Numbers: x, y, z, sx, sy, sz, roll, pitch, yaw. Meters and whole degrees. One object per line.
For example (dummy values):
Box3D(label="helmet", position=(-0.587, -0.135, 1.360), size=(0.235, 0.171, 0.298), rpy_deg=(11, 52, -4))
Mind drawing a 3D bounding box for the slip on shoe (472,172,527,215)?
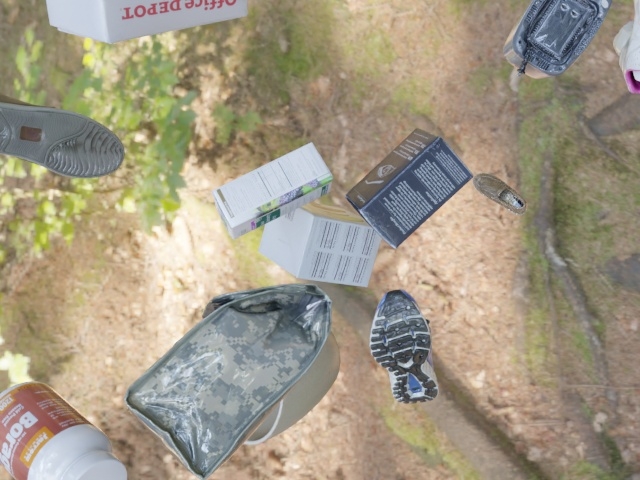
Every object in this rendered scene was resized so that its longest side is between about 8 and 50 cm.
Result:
Box3D(label="slip on shoe", position=(0.390, -0.104, 1.663), size=(0.135, 0.041, 0.051), rpy_deg=(42, 92, 17))

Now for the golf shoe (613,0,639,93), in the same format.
Box3D(label="golf shoe", position=(0.632, -0.381, 1.426), size=(0.115, 0.306, 0.140), rpy_deg=(-1, 76, 9))

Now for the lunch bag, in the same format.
Box3D(label="lunch bag", position=(-0.118, 0.169, 1.053), size=(0.169, 0.287, 0.235), rpy_deg=(46, 161, 1))

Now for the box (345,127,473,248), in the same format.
Box3D(label="box", position=(0.166, -0.104, 1.478), size=(0.207, 0.108, 0.153), rpy_deg=(-43, 17, 4))

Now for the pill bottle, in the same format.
Box3D(label="pill bottle", position=(-0.366, 0.291, 1.058), size=(0.216, 0.121, 0.121), rpy_deg=(23, 101, 38))

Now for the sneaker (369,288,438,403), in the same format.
Box3D(label="sneaker", position=(0.174, 0.209, 1.636), size=(0.129, 0.330, 0.147), rpy_deg=(-9, 45, 7))

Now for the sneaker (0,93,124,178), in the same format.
Box3D(label="sneaker", position=(-0.366, -0.147, 0.978), size=(0.118, 0.222, 0.083), rpy_deg=(42, 114, 55))

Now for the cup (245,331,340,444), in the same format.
Box3D(label="cup", position=(-0.094, 0.283, 1.787), size=(0.331, 0.237, 0.331), rpy_deg=(8, 101, 50))

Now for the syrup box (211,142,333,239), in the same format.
Box3D(label="syrup box", position=(-0.100, -0.102, 1.593), size=(0.096, 0.236, 0.093), rpy_deg=(60, 170, 12))

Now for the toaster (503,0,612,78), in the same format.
Box3D(label="toaster", position=(0.430, -0.390, 1.429), size=(0.227, 0.129, 0.146), rpy_deg=(-58, 1, 6))

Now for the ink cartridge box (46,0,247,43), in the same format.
Box3D(label="ink cartridge box", position=(-0.265, -0.520, 1.141), size=(0.166, 0.285, 0.395), rpy_deg=(25, 126, 37))

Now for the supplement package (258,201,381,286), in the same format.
Box3D(label="supplement package", position=(0.000, 0.000, 1.787), size=(0.194, 0.203, 0.149), rpy_deg=(30, 107, 53))
